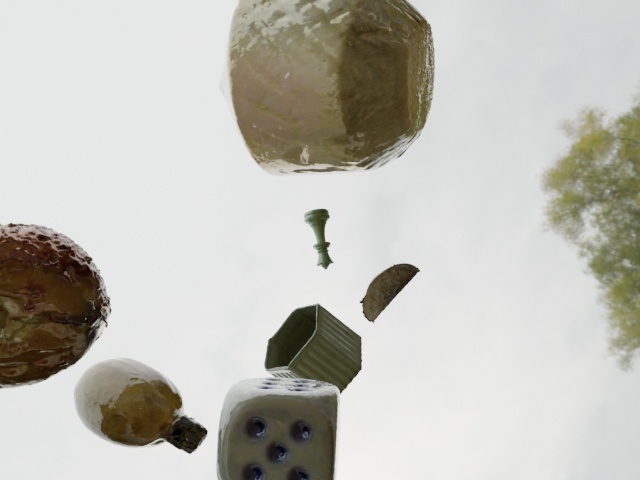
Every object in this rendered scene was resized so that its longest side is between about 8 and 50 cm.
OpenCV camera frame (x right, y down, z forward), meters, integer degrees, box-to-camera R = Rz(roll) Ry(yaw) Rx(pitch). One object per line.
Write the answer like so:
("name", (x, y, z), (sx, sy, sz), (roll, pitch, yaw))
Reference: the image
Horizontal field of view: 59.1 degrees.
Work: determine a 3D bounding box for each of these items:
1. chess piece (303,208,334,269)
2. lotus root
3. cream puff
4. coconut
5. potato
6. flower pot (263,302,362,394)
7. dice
("chess piece", (0.000, 0.000, 0.876), (0.042, 0.042, 0.093), (1, -105, -41))
("lotus root", (-0.369, 0.348, 1.162), (0.182, 0.309, 0.183), (-36, -46, -49))
("cream puff", (-0.388, 0.077, 0.715), (0.239, 0.164, 0.240), (-8, -60, -13))
("coconut", (-0.007, -0.228, 0.796), (0.328, 0.328, 0.329), (-16, -65, -36))
("potato", (0.079, 0.053, 0.688), (0.037, 0.036, 0.093), (36, -68, -5))
("flower pot", (-0.017, 0.315, 1.576), (0.189, 0.239, 0.209), (40, -124, -22))
("dice", (-0.064, 0.337, 0.952), (0.193, 0.193, 0.192), (55, -144, -81))
